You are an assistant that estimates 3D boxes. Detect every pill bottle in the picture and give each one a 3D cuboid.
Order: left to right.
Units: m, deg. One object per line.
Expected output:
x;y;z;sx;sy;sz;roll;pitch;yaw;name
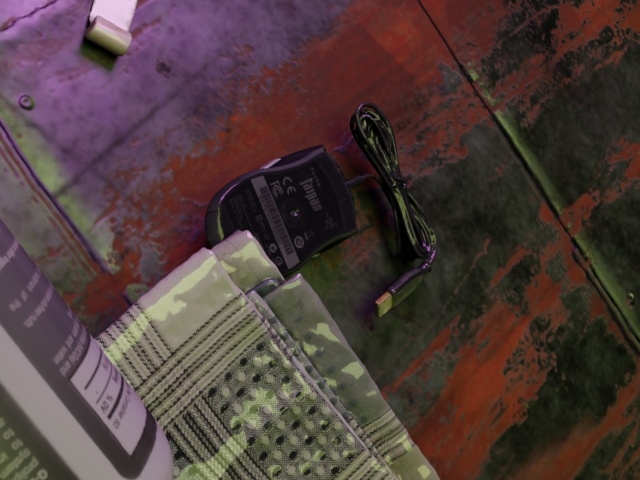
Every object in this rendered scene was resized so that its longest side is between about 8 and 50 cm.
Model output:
-0.217;0.119;0.618;0.210;0.210;0.362;-46;110;-37;pill bottle

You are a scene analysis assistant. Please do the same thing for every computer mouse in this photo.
0.000;0.000;0.986;0.262;0.060;0.184;-35;104;-42;computer mouse

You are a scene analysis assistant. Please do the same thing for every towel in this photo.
-0.076;0.192;0.820;0.324;0.056;0.312;-41;101;-25;towel

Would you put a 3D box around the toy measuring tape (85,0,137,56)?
-0.131;-0.322;0.958;0.121;0.121;0.330;26;61;-27;toy measuring tape
